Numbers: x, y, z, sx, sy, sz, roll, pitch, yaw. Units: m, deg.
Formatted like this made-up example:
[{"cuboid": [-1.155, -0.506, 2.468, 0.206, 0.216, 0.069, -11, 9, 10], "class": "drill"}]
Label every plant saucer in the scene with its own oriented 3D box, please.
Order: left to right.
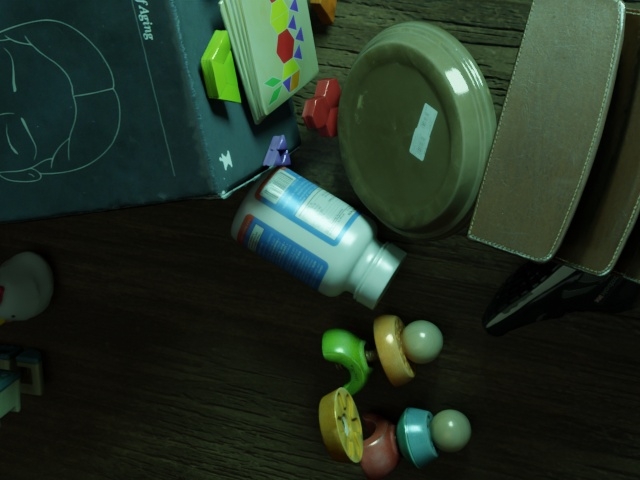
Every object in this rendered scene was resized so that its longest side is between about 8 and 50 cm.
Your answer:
[{"cuboid": [0.109, -0.134, 1.368, 0.278, 0.041, 0.278, 18, 113, 49], "class": "plant saucer"}]

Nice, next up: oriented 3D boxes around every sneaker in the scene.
[{"cuboid": [0.340, 0.062, 1.399, 0.283, 0.107, 0.124, -39, 98, 26], "class": "sneaker"}]

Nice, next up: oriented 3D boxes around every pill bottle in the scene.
[{"cuboid": [0.000, 0.000, 1.483, 0.221, 0.124, 0.124, 32, 115, 7], "class": "pill bottle"}]

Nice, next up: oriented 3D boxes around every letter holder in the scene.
[{"cuboid": [0.327, -0.111, 1.232, 0.214, 0.152, 0.302, 22, 101, 43], "class": "letter holder"}]

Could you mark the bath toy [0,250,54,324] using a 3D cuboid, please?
[{"cuboid": [-0.590, 0.044, 1.705, 0.348, 0.129, 0.151, 20, 113, 12], "class": "bath toy"}]

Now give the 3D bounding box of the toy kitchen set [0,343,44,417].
[{"cuboid": [-0.561, 0.197, 1.724, 0.207, 0.166, 0.122, 5, 109, 18], "class": "toy kitchen set"}]

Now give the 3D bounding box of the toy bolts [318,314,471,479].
[{"cuboid": [0.111, 0.236, 1.496, 0.158, 0.218, 0.228, -15, 120, 17], "class": "toy bolts"}]

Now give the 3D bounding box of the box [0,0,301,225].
[{"cuboid": [-0.330, -0.286, 1.407, 0.471, 0.297, 0.480, -6, 105, 23], "class": "box"}]

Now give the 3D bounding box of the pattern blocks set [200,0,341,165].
[{"cuboid": [-0.058, -0.249, 1.335, 0.026, 0.285, 0.325, 8, 116, 30], "class": "pattern blocks set"}]
